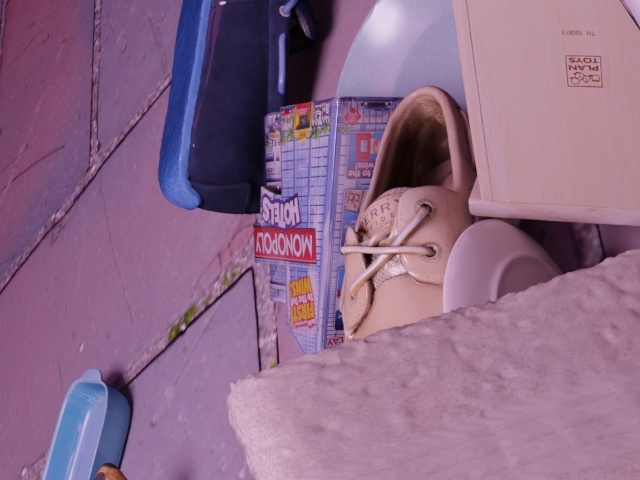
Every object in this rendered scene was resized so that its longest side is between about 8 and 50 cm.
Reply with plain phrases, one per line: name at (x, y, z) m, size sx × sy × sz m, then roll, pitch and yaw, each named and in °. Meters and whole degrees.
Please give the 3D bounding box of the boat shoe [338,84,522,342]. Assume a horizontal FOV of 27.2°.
boat shoe at (0.053, 0.017, 0.766) m, size 0.109 × 0.098 × 0.302 m, roll -23°, pitch 28°, yaw 31°

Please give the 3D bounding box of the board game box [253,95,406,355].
board game box at (0.000, 0.000, 0.958) m, size 0.194 × 0.060 × 0.194 m, roll -179°, pitch 87°, yaw -66°

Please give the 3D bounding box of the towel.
towel at (0.114, 0.088, 0.582) m, size 0.187 × 0.282 × 0.049 m, roll -122°, pitch 21°, yaw -51°

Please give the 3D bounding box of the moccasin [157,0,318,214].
moccasin at (-0.061, -0.185, 1.169) m, size 0.138 × 0.117 × 0.342 m, roll 170°, pitch 111°, yaw -70°

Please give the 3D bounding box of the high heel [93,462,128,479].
high heel at (-0.114, 0.279, 0.978) m, size 0.186 × 0.093 × 0.261 m, roll -35°, pitch 60°, yaw 54°

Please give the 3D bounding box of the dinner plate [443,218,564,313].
dinner plate at (0.115, 0.054, 0.706) m, size 0.017 × 0.141 × 0.141 m, roll -21°, pitch 54°, yaw 37°

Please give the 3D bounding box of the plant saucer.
plant saucer at (0.079, -0.121, 0.970) m, size 0.195 × 0.037 × 0.195 m, roll -35°, pitch 46°, yaw 45°

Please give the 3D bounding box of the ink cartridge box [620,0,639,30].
ink cartridge box at (0.215, -0.182, 0.454) m, size 0.285 × 0.166 × 0.395 m, roll -32°, pitch 63°, yaw 14°

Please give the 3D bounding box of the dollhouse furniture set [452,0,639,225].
dollhouse furniture set at (0.219, -0.179, 0.739) m, size 0.286 × 0.198 × 0.303 m, roll 4°, pitch 43°, yaw 21°

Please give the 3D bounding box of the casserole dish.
casserole dish at (-0.228, 0.218, 1.272) m, size 0.114 × 0.037 × 0.188 m, roll -5°, pitch 69°, yaw 57°
